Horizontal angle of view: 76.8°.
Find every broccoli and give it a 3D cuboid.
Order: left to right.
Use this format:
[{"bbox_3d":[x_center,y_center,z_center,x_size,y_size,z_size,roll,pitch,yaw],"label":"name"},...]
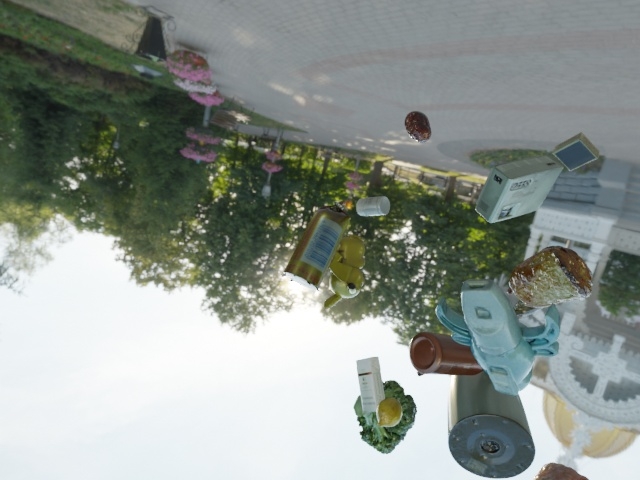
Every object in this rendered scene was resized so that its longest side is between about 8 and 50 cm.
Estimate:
[{"bbox_3d":[0.233,0.655,1.526,0.270,0.269,0.270,34,174,-38],"label":"broccoli"}]

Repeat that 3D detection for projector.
[{"bbox_3d":[0.401,-0.108,0.825,0.147,0.115,0.061,-14,-135,-21],"label":"projector"}]

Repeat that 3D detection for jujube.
[{"bbox_3d":[0.308,-0.354,1.262,0.078,0.077,0.129,10,-138,-16],"label":"jujube"}]

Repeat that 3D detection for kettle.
[{"bbox_3d":[0.356,0.395,0.912,0.161,0.221,0.236,22,-156,7],"label":"kettle"}]

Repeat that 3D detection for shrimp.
[{"bbox_3d":[0.843,0.229,1.663,0.253,0.173,0.058,-24,-172,-1],"label":"shrimp"}]

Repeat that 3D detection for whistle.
[{"bbox_3d":[0.293,0.163,0.665,0.186,0.273,0.093,-1,-137,40],"label":"whistle"}]

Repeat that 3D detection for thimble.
[{"bbox_3d":[0.793,0.850,1.291,0.162,0.239,0.239,-36,-145,-25],"label":"thimble"}]

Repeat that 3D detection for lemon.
[{"bbox_3d":[0.176,0.445,1.041,0.065,0.065,0.092,18,-142,30],"label":"lemon"}]

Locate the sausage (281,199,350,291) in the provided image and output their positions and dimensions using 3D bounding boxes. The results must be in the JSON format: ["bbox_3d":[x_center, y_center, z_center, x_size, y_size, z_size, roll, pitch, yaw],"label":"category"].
[{"bbox_3d":[-0.001,0.000,1.246,0.125,0.317,0.117,3,148,43],"label":"sausage"}]

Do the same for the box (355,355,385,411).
[{"bbox_3d":[0.152,0.436,1.223,0.040,0.154,0.084,3,157,-24],"label":"box"}]

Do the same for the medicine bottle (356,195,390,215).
[{"bbox_3d":[0.164,-0.107,1.262,0.091,0.058,0.058,-1,178,42],"label":"medicine bottle"}]

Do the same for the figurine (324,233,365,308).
[{"bbox_3d":[0.116,0.130,1.796,0.169,0.326,0.218,11,154,-27],"label":"figurine"}]

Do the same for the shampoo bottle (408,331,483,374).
[{"bbox_3d":[0.293,0.242,0.841,0.244,0.085,0.085,16,-174,-32],"label":"shampoo bottle"}]

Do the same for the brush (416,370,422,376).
[{"bbox_3d":[0.519,0.507,1.715,0.248,0.036,0.043,-27,174,5],"label":"brush"}]

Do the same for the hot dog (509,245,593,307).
[{"bbox_3d":[0.699,0.114,1.226,0.114,0.175,0.259,-27,170,-18],"label":"hot dog"}]

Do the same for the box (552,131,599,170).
[{"bbox_3d":[0.696,-0.239,1.099,0.083,0.035,0.079,41,148,-9],"label":"box"}]
